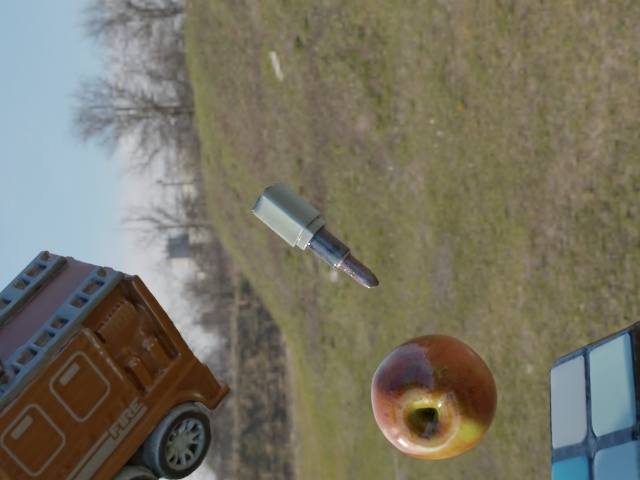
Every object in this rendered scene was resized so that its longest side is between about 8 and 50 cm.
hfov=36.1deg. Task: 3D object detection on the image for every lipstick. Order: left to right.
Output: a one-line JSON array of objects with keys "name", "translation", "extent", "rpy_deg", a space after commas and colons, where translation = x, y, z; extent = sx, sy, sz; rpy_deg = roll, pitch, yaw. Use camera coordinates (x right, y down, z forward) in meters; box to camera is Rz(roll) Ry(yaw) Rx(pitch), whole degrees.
[{"name": "lipstick", "translation": [0.000, 0.000, 0.720], "extent": [0.025, 0.107, 0.025], "rpy_deg": [-42, -13, -47]}]

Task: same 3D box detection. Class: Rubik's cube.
[{"name": "Rubik's cube", "translation": [0.301, 0.174, 0.804], "extent": [0.167, 0.183, 0.180], "rpy_deg": [118, 155, -70]}]

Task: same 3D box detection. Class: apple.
[{"name": "apple", "translation": [0.149, 0.201, 1.279], "extent": [0.139, 0.163, 0.164], "rpy_deg": [-54, -35, -69]}]

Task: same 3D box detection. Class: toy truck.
[{"name": "toy truck", "translation": [-0.269, 0.195, 0.796], "extent": [0.388, 0.173, 0.207], "rpy_deg": [-51, -45, -31]}]
